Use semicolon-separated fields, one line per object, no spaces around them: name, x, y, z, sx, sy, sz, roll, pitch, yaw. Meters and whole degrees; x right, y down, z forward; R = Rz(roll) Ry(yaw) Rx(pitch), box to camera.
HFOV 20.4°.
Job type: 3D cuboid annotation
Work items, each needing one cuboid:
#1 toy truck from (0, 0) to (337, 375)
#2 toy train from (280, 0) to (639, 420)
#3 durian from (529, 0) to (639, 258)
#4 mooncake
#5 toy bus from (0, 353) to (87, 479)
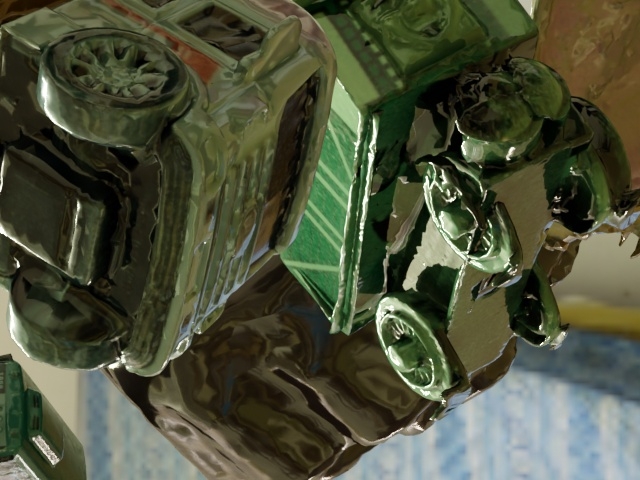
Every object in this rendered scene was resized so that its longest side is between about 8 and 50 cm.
toy truck;-0.073;-0.053;0.434;0.115;0.178;0.080;-34;-31;-45
toy train;0.061;-0.023;0.869;0.154;0.115;0.269;56;162;24
durian;0.233;-0.111;1.046;0.185;0.195;0.305;-8;-68;-61
mooncake;0.000;0.000;1.255;0.212;0.350;0.381;47;174;-25
toy bus;-0.220;0.146;1.235;0.160;0.092;0.079;69;-167;-58
